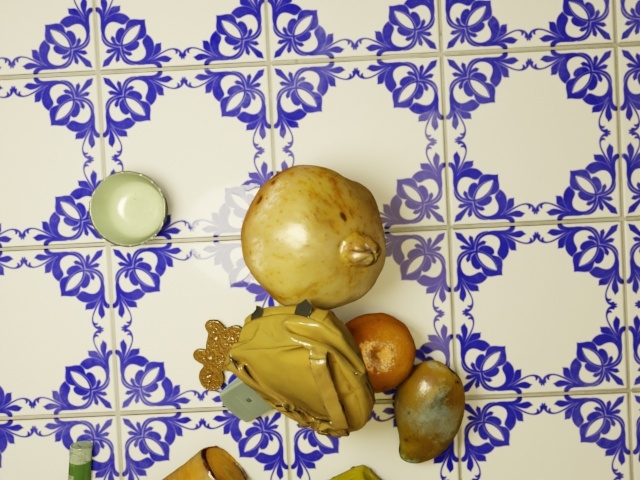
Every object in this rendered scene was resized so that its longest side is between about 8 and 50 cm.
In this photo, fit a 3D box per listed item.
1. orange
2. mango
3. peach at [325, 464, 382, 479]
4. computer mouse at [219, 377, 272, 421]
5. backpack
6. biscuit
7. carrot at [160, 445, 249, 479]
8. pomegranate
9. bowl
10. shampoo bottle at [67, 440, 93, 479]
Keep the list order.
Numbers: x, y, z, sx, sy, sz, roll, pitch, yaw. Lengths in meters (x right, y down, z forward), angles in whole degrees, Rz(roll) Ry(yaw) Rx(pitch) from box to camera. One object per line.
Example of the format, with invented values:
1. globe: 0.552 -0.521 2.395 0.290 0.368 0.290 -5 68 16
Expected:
1. orange: 0.147 0.304 1.346 0.224 0.170 0.224 1 82 -6
2. mango: 0.297 0.485 1.364 0.193 0.146 0.316 11 101 4
3. peach: 0.089 0.797 1.324 0.380 0.242 0.306 -21 86 1
4. computer mouse: -0.183 0.428 1.389 0.231 0.079 0.128 -35 99 29
5. backpack: -0.037 0.314 1.198 0.353 0.201 0.378 -4 125 35
6. biscuit: -0.299 0.334 1.420 0.138 0.031 0.205 13 91 1
7. carrot: -0.375 0.741 1.337 0.341 0.224 0.224 -45 90 -3
8. pomegranate: 0.000 0.000 1.226 0.410 0.410 0.410 0 91 1
9. bowl: -0.521 -0.085 1.375 0.211 0.112 0.211 0 90 1
10. shampoo bottle: -0.700 0.692 1.420 0.065 0.065 0.204 4 91 1
